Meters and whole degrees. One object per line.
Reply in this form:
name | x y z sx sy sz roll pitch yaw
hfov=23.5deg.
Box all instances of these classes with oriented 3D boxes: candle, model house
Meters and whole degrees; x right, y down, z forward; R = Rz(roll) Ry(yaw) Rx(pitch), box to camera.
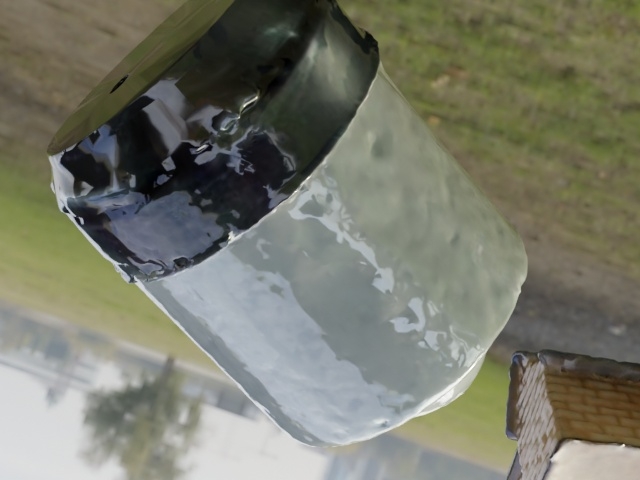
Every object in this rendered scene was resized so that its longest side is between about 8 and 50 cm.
candle | 0.000 0.000 0.998 0.342 0.221 0.221 48 162 -22
model house | 0.220 0.175 1.219 0.166 0.183 0.172 8 -147 -12
